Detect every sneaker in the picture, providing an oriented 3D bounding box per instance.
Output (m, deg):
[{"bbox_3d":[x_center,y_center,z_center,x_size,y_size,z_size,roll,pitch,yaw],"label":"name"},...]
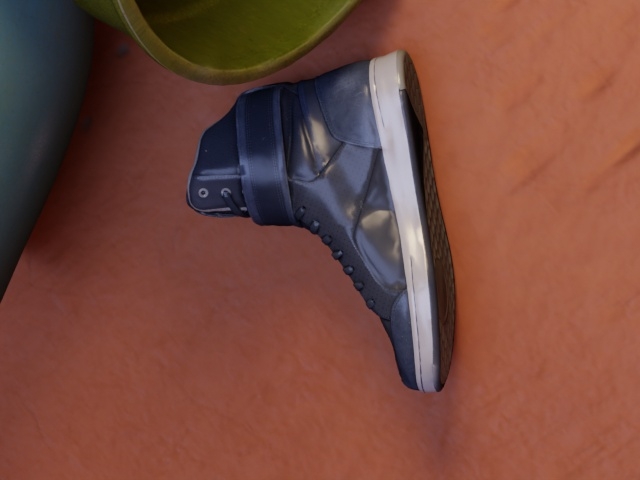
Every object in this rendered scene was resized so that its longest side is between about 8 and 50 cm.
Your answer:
[{"bbox_3d":[0.000,-0.001,1.318,0.163,0.086,0.226,-11,88,12],"label":"sneaker"}]

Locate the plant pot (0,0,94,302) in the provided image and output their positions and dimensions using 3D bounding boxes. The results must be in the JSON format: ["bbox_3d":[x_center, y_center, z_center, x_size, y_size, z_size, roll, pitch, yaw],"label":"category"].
[{"bbox_3d":[-0.287,-0.123,1.313,0.293,0.293,0.235,34,103,11],"label":"plant pot"}]

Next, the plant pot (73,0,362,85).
[{"bbox_3d":[-0.145,-0.325,1.200,0.353,0.366,0.366,25,109,27],"label":"plant pot"}]
